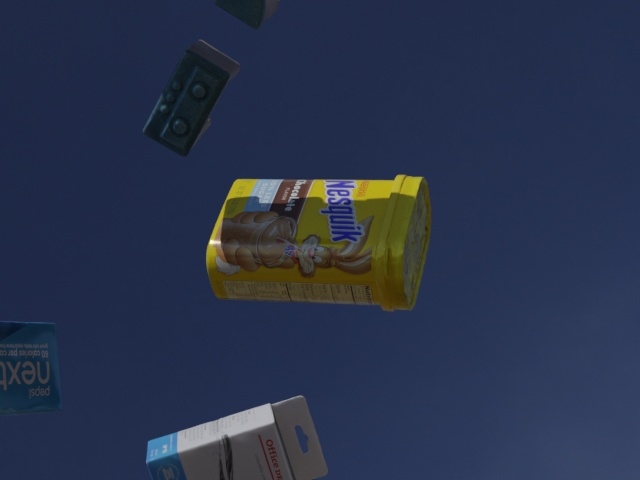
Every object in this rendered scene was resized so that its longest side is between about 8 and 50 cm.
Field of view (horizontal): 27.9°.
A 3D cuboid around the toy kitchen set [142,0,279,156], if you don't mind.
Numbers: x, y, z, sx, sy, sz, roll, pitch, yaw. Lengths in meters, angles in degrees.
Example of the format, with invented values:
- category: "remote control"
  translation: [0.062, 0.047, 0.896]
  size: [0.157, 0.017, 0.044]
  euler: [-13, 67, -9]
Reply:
- category: "toy kitchen set"
  translation: [-0.156, -0.184, 1.002]
  size: [0.207, 0.122, 0.166]
  euler: [32, -65, -2]

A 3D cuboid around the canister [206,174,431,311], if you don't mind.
- category: "canister"
  translation: [0.000, 0.000, 1.093]
  size: [0.169, 0.126, 0.073]
  euler: [1, -48, 15]

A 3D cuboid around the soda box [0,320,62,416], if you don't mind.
- category: "soda box"
  translation: [-0.273, 0.093, 0.912]
  size: [0.067, 0.071, 0.210]
  euler: [-8, -8, 23]

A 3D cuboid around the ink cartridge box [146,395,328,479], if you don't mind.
- category: "ink cartridge box"
  translation: [-0.087, 0.246, 1.391]
  size: [0.180, 0.060, 0.104]
  euler: [-18, -77, -1]
